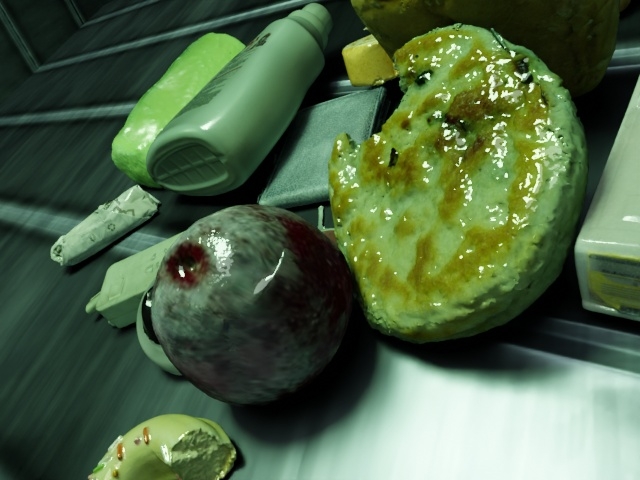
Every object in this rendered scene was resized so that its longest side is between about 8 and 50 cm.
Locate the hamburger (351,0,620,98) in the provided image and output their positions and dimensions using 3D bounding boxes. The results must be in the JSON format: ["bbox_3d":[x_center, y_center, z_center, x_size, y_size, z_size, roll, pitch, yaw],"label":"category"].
[{"bbox_3d":[0.173,-0.238,0.577,0.266,0.285,0.134,-1,66,37],"label":"hamburger"}]

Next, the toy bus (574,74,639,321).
[{"bbox_3d":[0.283,-0.061,0.431,0.092,0.106,0.268,10,56,40],"label":"toy bus"}]

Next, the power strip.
[{"bbox_3d":[-0.214,0.047,0.728,0.288,0.053,0.093,-23,40,13],"label":"power strip"}]

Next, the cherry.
[{"bbox_3d":[-0.068,0.058,0.502,0.195,0.195,0.195,-20,40,18],"label":"cherry"}]

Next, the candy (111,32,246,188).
[{"bbox_3d":[-0.253,-0.255,1.024,0.142,0.132,0.343,30,66,4],"label":"candy"}]

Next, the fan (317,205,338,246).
[{"bbox_3d":[0.000,0.000,0.657,0.085,0.005,0.133,-20,41,20],"label":"fan"}]

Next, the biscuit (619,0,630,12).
[{"bbox_3d":[0.307,-0.427,0.727,0.326,0.107,0.325,-10,67,25],"label":"biscuit"}]

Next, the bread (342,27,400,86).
[{"bbox_3d":[0.111,-0.288,0.793,0.149,0.073,0.122,-28,27,-15],"label":"bread"}]

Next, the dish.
[{"bbox_3d":[-0.167,0.077,0.603,0.141,0.078,0.141,-9,67,20],"label":"dish"}]

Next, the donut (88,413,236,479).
[{"bbox_3d":[-0.167,0.225,0.496,0.166,0.065,0.108,-47,39,-15],"label":"donut"}]

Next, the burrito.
[{"bbox_3d":[-0.374,-0.023,0.914,0.203,0.064,0.064,-33,38,2],"label":"burrito"}]

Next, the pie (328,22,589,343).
[{"bbox_3d":[0.101,-0.049,0.491,0.302,0.067,0.302,-26,57,49],"label":"pie"}]

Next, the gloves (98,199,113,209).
[{"bbox_3d":[-0.396,-0.051,0.974,0.081,0.037,0.044,-18,2,44],"label":"gloves"}]

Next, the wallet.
[{"bbox_3d":[0.011,-0.135,0.768,0.167,0.036,0.222,-8,47,29],"label":"wallet"}]

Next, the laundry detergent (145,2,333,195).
[{"bbox_3d":[-0.109,-0.252,0.882,0.264,0.124,0.397,-9,43,51],"label":"laundry detergent"}]
